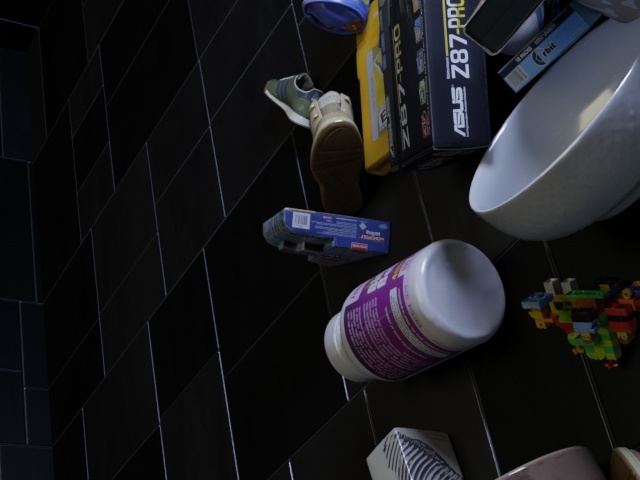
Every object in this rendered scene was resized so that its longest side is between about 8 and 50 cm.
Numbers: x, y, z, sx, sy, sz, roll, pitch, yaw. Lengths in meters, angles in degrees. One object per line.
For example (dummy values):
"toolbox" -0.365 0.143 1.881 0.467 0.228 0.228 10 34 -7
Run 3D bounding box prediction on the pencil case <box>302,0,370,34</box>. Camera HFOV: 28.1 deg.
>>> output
"pencil case" 0.043 -0.526 2.343 0.133 0.119 0.306 -5 62 31

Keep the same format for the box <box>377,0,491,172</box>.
"box" 0.162 -0.313 1.907 0.318 0.097 0.395 163 103 -83

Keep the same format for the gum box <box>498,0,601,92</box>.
"gum box" 0.344 -0.295 1.755 0.041 0.184 0.157 48 136 2

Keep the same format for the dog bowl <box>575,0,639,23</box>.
"dog bowl" 0.429 -0.414 1.549 0.349 0.102 0.349 -53 4 5

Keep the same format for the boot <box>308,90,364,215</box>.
"boot" 0.025 -0.193 2.270 0.262 0.095 0.204 78 -176 -57

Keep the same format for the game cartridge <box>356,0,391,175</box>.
"game cartridge" 0.155 -0.314 2.202 0.285 0.052 0.324 -37 51 50

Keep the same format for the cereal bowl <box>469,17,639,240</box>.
"cereal bowl" 0.353 -0.129 1.651 0.339 0.141 0.339 -48 12 14

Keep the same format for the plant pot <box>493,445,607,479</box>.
"plant pot" 0.283 0.418 1.592 0.263 0.263 0.229 -53 57 39

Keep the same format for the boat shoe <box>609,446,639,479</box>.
"boat shoe" 0.434 0.343 1.497 0.285 0.089 0.105 -122 24 -53

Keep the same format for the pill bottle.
"pill bottle" 0.134 0.122 1.983 0.301 0.169 0.169 -34 53 51

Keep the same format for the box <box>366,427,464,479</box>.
"box" 0.165 0.419 1.898 0.094 0.113 0.275 -54 40 36

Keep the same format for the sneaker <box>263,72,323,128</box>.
"sneaker" -0.047 -0.297 2.543 0.086 0.064 0.192 -61 34 16

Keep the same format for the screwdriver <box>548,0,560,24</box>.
"screwdriver" 0.352 -0.367 1.906 0.025 0.024 0.170 -6 72 30

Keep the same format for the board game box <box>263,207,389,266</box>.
"board game box" 0.000 0.000 2.277 0.194 0.194 0.060 147 129 -70

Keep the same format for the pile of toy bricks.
"pile of toy bricks" 0.364 0.116 1.674 0.212 0.118 0.105 -2 112 51

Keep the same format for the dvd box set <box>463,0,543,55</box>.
"dvd box set" 0.345 -0.447 1.666 0.308 0.062 0.420 -51 4 42

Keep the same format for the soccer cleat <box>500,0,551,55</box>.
"soccer cleat" 0.273 -0.442 1.944 0.116 0.143 0.331 -32 54 52

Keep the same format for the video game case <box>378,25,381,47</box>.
"video game case" 0.185 -0.481 2.133 0.248 0.035 0.275 -19 63 57
